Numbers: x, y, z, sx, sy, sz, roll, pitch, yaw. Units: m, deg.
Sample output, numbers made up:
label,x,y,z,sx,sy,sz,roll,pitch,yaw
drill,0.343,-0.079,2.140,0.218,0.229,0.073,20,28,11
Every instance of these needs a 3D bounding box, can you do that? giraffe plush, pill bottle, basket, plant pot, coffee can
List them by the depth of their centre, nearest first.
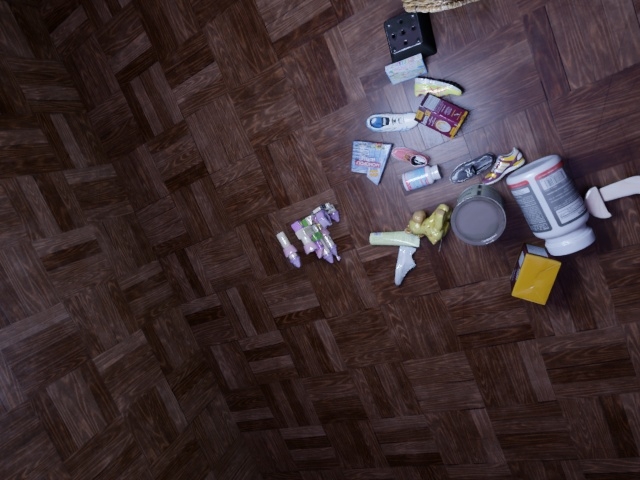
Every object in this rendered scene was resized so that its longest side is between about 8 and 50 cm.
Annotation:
label,x,y,z,sx,sy,sz,roll,pitch,yaw
basket,0.451,-0.928,1.506,0.223,0.299,0.213,63,156,-6
pill bottle,0.919,-0.136,1.613,0.210,0.210,0.363,-27,95,28
plant pot,0.353,-0.835,1.652,0.187,0.167,0.188,-11,101,25
coffee can,0.662,-0.114,1.691,0.201,0.275,0.202,7,109,21
pill bottle,0.457,-0.286,1.829,0.160,0.087,0.087,-16,100,27
giraffe plush,0.484,-0.073,1.848,0.170,0.181,0.210,17,95,30

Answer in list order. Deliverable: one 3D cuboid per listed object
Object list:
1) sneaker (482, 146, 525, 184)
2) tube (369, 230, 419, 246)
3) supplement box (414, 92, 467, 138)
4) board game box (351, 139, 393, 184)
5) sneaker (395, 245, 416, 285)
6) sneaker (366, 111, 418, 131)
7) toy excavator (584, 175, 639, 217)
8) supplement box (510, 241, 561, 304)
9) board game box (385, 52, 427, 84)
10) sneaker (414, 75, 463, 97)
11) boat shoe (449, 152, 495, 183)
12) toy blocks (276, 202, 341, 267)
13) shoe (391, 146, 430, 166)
label,x,y,z,sx,sy,sz,roll,pitch,yaw
sneaker,0.751,-0.313,1.701,0.185,0.069,0.084,-36,106,20
tube,0.361,-0.008,1.972,0.240,0.062,0.070,-2,104,24
supplement box,0.503,-0.523,1.706,0.188,0.104,0.081,29,73,9
board game box,0.235,-0.365,1.913,0.194,0.060,0.194,10,109,20
sneaker,0.419,0.128,1.991,0.094,0.080,0.212,9,109,8
sneaker,0.320,-0.528,1.811,0.237,0.086,0.085,1,105,21
toy excavator,1.294,-0.162,1.473,0.445,0.222,0.433,46,119,19
supplement box,0.900,0.133,1.715,0.129,0.194,0.191,16,112,17
board game box,0.364,-0.723,1.719,0.154,0.103,0.026,-11,72,25
sneaker,0.495,-0.631,1.715,0.208,0.081,0.094,20,122,22
boat shoe,0.650,-0.310,1.751,0.206,0.065,0.075,-30,93,28
toy blocks,0.000,0.000,2.005,0.309,0.288,0.260,-33,86,26
shoe,0.401,-0.377,1.826,0.178,0.081,0.064,19,113,16
